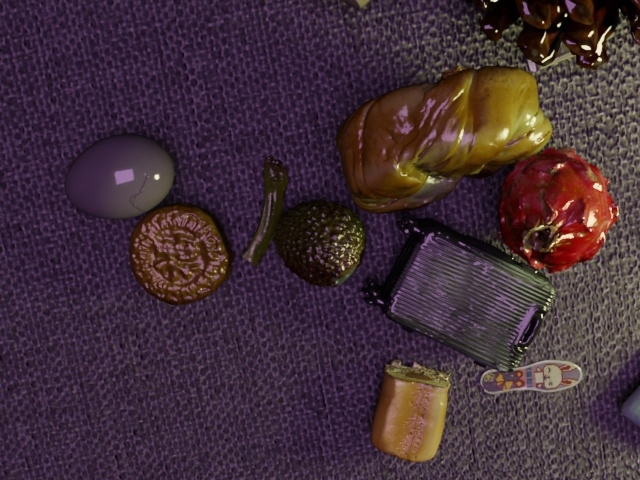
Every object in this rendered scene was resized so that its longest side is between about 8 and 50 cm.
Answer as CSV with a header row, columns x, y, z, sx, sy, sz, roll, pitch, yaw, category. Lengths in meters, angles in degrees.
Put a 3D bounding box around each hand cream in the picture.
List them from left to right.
x,y,z,sx,sy,sz,roll,pitch,yaw,category
0.444,-0.352,1.477,0.165,0.037,0.057,-19,100,11,hand cream

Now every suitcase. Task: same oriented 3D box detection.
x,y,z,sx,sy,sz,roll,pitch,yaw,category
0.249,0.091,1.501,0.312,0.128,0.202,25,99,-4,suitcase

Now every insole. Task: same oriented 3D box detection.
x,y,z,sx,sy,sz,roll,pitch,yaw,category
0.401,0.261,1.592,0.197,0.004,0.065,-4,100,1,insole

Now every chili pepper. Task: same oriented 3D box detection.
x,y,z,sx,sy,sz,roll,pitch,yaw,category
-0.096,-0.050,1.523,0.052,0.050,0.201,10,100,-39,chili pepper

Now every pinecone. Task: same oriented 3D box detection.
x,y,z,sx,sy,sz,roll,pitch,yaw,category
0.398,-0.452,1.306,0.398,0.398,0.397,0,100,0,pinecone

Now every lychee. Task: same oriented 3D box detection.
x,y,z,sx,sy,sz,roll,pitch,yaw,category
0.000,0.000,1.478,0.171,0.171,0.171,0,100,0,lychee

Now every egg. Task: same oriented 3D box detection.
x,y,z,sx,sy,sz,roll,pitch,yaw,category
-0.352,-0.110,1.462,0.199,0.146,0.146,-17,99,16,egg

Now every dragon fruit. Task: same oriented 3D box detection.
x,y,z,sx,sy,sz,roll,pitch,yaw,category
0.394,-0.047,1.414,0.210,0.268,0.205,-1,110,26,dragon fruit

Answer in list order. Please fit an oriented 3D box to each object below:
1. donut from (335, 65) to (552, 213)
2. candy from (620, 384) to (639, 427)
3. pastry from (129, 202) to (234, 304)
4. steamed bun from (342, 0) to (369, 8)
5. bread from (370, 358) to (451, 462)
x,y,z,sx,sy,sz,roll,pitch,yaw,category
0.189,-0.158,1.364,0.360,0.360,0.170,-16,84,3,donut
0.665,0.292,1.561,0.138,0.071,0.174,36,99,-6,candy
-0.251,0.024,1.506,0.189,0.103,0.188,0,101,1,pastry
0.025,-0.515,1.385,0.250,0.155,0.200,38,95,1,steamed bun
0.167,0.320,1.563,0.134,0.085,0.173,13,98,-5,bread
